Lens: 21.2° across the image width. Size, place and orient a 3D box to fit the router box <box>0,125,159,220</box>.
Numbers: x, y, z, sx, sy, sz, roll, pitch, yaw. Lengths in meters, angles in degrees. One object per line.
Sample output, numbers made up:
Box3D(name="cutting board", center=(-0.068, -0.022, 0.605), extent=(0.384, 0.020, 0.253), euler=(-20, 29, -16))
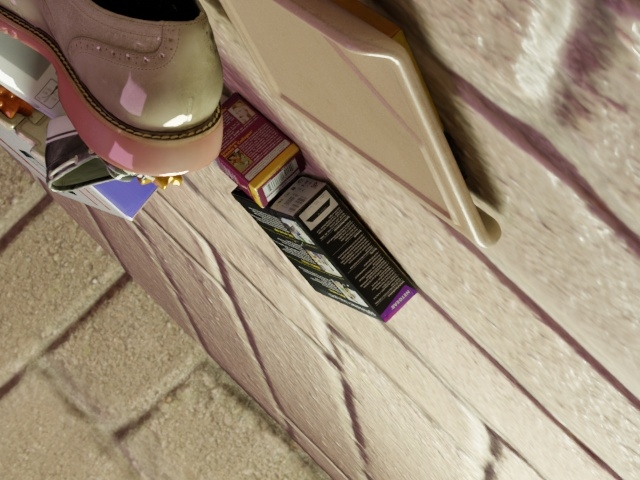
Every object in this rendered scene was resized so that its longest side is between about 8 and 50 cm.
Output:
Box3D(name="router box", center=(-0.377, -0.174, 2.145), extent=(0.335, 0.082, 0.301), euler=(43, 168, -25))

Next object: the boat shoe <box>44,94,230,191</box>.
Box3D(name="boat shoe", center=(-0.166, -0.086, 1.558), extent=(0.219, 0.070, 0.078), euler=(-12, 156, 39))

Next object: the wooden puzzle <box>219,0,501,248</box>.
Box3D(name="wooden puzzle", center=(0.013, -0.111, 1.096), extent=(0.221, 0.044, 0.238), euler=(38, 172, 37))

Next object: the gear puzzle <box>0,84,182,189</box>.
Box3D(name="gear puzzle", center=(-0.292, -0.160, 1.875), extent=(0.339, 0.044, 0.175), euler=(34, -146, -3))

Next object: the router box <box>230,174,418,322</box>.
Box3D(name="router box", center=(0.000, 0.000, 1.543), extent=(0.133, 0.046, 0.179), euler=(50, 170, -20))

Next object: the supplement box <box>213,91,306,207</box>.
Box3D(name="supplement box", center=(-0.062, -0.078, 1.470), extent=(0.083, 0.055, 0.043), euler=(43, 169, 23))

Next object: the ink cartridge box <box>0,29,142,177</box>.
Box3D(name="ink cartridge box", center=(-0.349, -0.236, 1.724), extent=(0.385, 0.091, 0.308), euler=(36, -179, 40))

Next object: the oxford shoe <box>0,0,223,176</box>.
Box3D(name="oxford shoe", center=(-0.187, -0.221, 1.335), extent=(0.397, 0.140, 0.146), euler=(46, 140, 33))
